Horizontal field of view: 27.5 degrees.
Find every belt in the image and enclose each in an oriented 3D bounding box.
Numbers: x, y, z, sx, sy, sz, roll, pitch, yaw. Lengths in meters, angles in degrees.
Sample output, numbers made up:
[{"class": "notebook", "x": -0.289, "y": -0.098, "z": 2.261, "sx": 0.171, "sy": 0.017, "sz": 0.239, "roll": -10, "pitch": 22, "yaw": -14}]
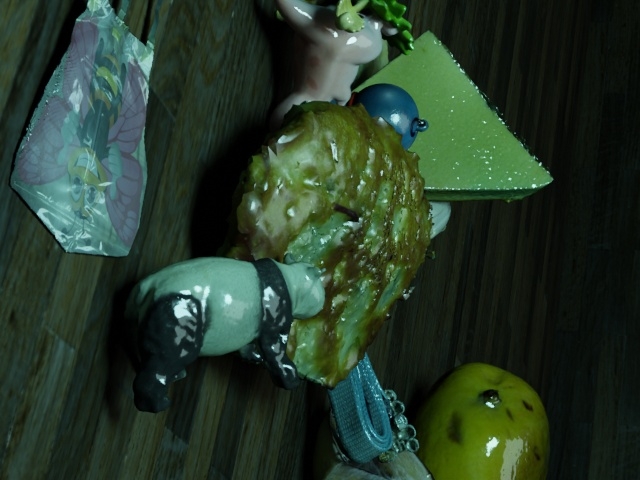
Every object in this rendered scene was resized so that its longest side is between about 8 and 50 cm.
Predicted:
[{"class": "belt", "x": 0.048, "y": 0.177, "z": 1.574, "sx": 0.100, "sy": 0.065, "sz": 0.179, "roll": 9, "pitch": 58, "yaw": -53}]

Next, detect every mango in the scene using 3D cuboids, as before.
[{"class": "mango", "x": 0.227, "y": 0.413, "z": 2.029, "sx": 0.301, "sy": 0.220, "sz": 0.445, "roll": -32, "pitch": 132, "yaw": -75}]

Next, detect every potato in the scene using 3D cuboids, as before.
[{"class": "potato", "x": 0.037, "y": 0.283, "z": 1.661, "sx": 0.261, "sy": 0.100, "sz": 0.120, "roll": 32, "pitch": 24, "yaw": -51}]

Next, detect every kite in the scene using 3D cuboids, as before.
[{"class": "kite", "x": -0.165, "y": -0.163, "z": 1.059, "sx": 0.204, "sy": 0.022, "sz": 0.360, "roll": 41, "pitch": 55, "yaw": -67}]

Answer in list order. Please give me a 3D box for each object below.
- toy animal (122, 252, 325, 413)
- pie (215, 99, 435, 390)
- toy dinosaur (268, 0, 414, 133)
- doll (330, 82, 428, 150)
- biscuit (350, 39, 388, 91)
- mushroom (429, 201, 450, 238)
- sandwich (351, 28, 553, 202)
[{"class": "toy animal", "x": -0.079, "y": 0.070, "z": 1.153, "sx": 0.225, "sy": 0.094, "sz": 0.121, "roll": -6, "pitch": 109, "yaw": -37}, {"class": "pie", "x": 0.000, "y": 0.000, "z": 1.349, "sx": 0.354, "sy": 0.103, "sz": 0.288, "roll": 29, "pitch": 79, "yaw": -57}, {"class": "toy dinosaur", "x": -0.011, "y": -0.203, "z": 1.409, "sx": 0.177, "sy": 0.152, "sz": 0.194, "roll": -45, "pitch": 150, "yaw": -21}, {"class": "doll", "x": 0.048, "y": -0.137, "z": 1.490, "sx": 0.085, "sy": 0.152, "sz": 0.114, "roll": 79, "pitch": 20, "yaw": -54}, {"class": "biscuit", "x": 0.054, "y": -0.241, "z": 1.676, "sx": 0.187, "sy": 0.036, "sz": 0.273, "roll": -64, "pitch": 150, "yaw": -49}, {"class": "mushroom", "x": 0.121, "y": -0.069, "z": 1.724, "sx": 0.278, "sy": 0.096, "sz": 0.099, "roll": -84, "pitch": 178, "yaw": -64}, {"class": "sandwich", "x": 0.131, "y": -0.103, "z": 1.593, "sx": 0.212, "sy": 0.245, "sz": 0.063, "roll": -40, "pitch": 180, "yaw": -27}]
